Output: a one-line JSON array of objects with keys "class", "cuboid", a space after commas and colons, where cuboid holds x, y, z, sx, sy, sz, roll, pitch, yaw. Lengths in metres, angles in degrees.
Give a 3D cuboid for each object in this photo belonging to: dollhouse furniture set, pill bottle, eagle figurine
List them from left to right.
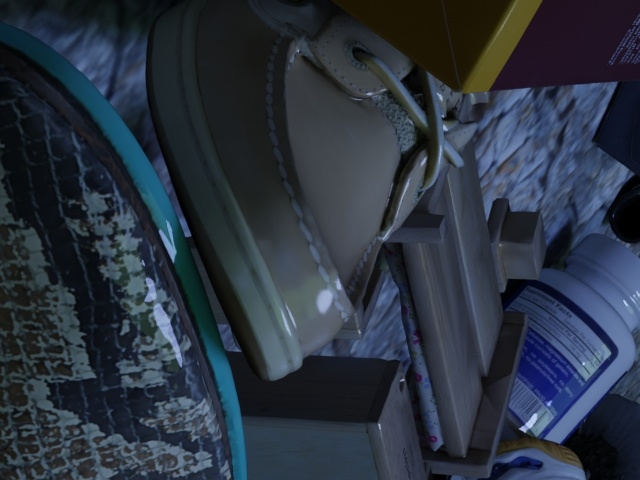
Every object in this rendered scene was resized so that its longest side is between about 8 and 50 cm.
[{"class": "dollhouse furniture set", "cuboid": [0.000, 0.000, 0.972, 0.355, 0.173, 0.303, -67, 152, -47]}, {"class": "eagle figurine", "cuboid": [0.193, 0.247, 1.541, 0.226, 0.225, 0.298, -58, 148, -11]}, {"class": "pill bottle", "cuboid": [0.184, 0.088, 1.364, 0.187, 0.112, 0.112, -45, 157, -13]}]

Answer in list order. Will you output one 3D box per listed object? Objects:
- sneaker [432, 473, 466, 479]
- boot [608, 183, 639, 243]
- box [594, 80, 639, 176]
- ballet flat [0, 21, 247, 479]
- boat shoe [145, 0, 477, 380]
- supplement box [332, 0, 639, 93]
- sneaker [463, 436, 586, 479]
[{"class": "sneaker", "cuboid": [0.087, 0.210, 1.169, 0.115, 0.281, 0.105, -65, 174, 7]}, {"class": "boot", "cuboid": [0.365, -0.072, 1.467, 0.246, 0.083, 0.161, -44, 159, 13]}, {"class": "box", "cuboid": [0.362, -0.138, 1.315, 0.270, 0.143, 0.165, -29, 149, -41]}, {"class": "ballet flat", "cuboid": [-0.113, 0.122, 0.655, 0.182, 0.164, 0.483, -47, 159, -20]}, {"class": "boat shoe", "cuboid": [0.004, -0.055, 0.637, 0.302, 0.098, 0.109, -86, 159, -65]}, {"class": "supplement box", "cuboid": [0.057, -0.162, 0.646, 0.194, 0.191, 0.129, -10, 134, -57]}, {"class": "sneaker", "cuboid": [0.078, 0.262, 1.297, 0.296, 0.131, 0.112, -35, 142, 32]}]
